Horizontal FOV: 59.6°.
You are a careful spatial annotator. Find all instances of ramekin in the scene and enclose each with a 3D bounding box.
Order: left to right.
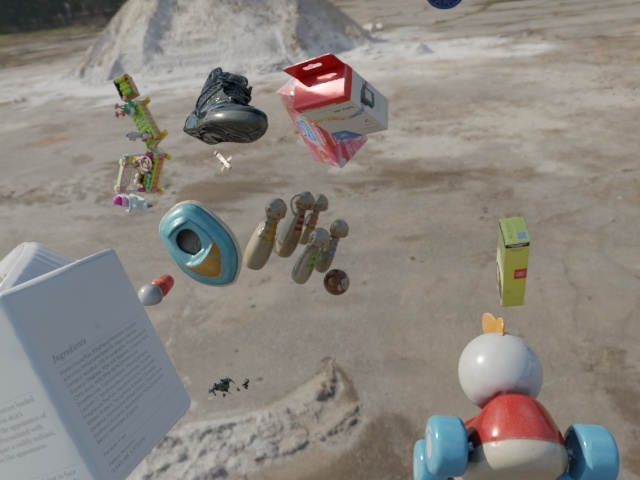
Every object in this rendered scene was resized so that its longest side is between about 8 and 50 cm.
[{"bbox_3d":[-0.576,0.125,1.061,0.273,0.127,0.272,-33,32,25],"label":"ramekin"}]

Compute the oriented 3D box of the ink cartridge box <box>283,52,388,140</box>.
[{"bbox_3d":[0.035,-0.304,1.209,0.134,0.077,0.231,-6,-17,36],"label":"ink cartridge box"}]

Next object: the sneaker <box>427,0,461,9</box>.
[{"bbox_3d":[0.171,-0.414,0.690,0.082,0.232,0.090,12,37,3],"label":"sneaker"}]

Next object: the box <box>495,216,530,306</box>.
[{"bbox_3d":[0.454,0.056,1.327,0.058,0.232,0.087,-6,44,9],"label":"box"}]

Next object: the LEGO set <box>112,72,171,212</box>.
[{"bbox_3d":[-0.392,-0.196,1.142,0.132,0.286,0.107,8,16,33],"label":"LEGO set"}]

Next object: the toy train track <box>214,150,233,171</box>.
[{"bbox_3d":[-0.254,-0.208,1.441,0.083,0.048,0.014,45,12,36],"label":"toy train track"}]

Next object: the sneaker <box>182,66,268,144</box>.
[{"bbox_3d":[-0.148,-0.228,0.923,0.087,0.130,0.228,22,-4,-32],"label":"sneaker"}]

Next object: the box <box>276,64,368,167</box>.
[{"bbox_3d":[0.012,-0.402,1.813,0.142,0.300,0.154,25,67,44],"label":"box"}]

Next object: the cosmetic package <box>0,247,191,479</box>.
[{"bbox_3d":[-0.249,0.129,0.516,0.151,0.183,0.151,-22,7,18],"label":"cosmetic package"}]

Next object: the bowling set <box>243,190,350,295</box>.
[{"bbox_3d":[0.000,0.000,1.143,0.200,0.154,0.287,31,24,12],"label":"bowling set"}]

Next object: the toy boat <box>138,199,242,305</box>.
[{"bbox_3d":[-0.373,0.063,1.548,0.318,0.267,0.148,-42,6,18],"label":"toy boat"}]

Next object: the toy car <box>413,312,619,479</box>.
[{"bbox_3d":[0.247,0.221,0.779,0.219,0.210,0.237,3,55,2],"label":"toy car"}]

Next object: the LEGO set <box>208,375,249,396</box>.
[{"bbox_3d":[-0.182,0.284,1.103,0.083,0.054,0.023,11,33,-38],"label":"LEGO set"}]
